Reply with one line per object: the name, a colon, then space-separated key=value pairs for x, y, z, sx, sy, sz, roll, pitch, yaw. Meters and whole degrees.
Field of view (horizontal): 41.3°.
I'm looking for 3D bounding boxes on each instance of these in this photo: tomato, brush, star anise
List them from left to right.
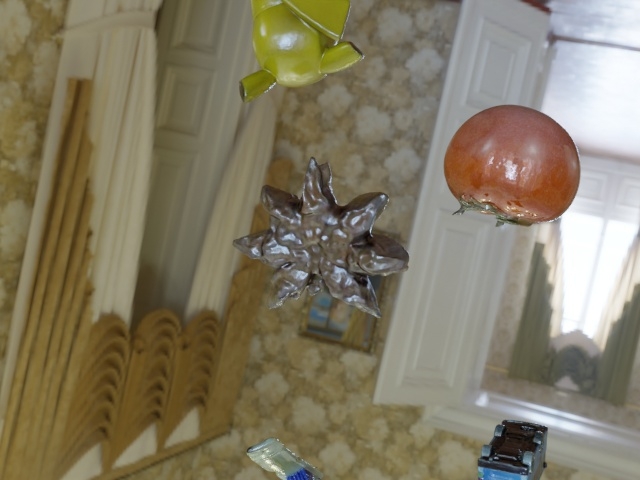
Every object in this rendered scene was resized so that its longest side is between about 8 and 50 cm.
brush: x=-0.031 y=0.235 z=0.858 sx=0.033 sy=0.030 sz=0.178 roll=-22 pitch=150 yaw=5
star anise: x=0.000 y=0.018 z=1.461 sx=0.315 sy=0.315 sz=0.108 roll=12 pitch=-160 yaw=9
tomato: x=0.359 y=-0.135 z=1.601 sx=0.256 sy=0.224 sz=0.256 roll=20 pitch=174 yaw=2

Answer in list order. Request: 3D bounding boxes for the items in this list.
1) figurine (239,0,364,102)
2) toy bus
figurine: x=-0.038 y=-0.393 z=1.480 sx=0.218 sy=0.326 sz=0.169 roll=-10 pitch=167 yaw=13
toy bus: x=0.335 y=0.387 z=1.476 sx=0.090 sy=0.106 sz=0.185 roll=4 pitch=-168 yaw=26
